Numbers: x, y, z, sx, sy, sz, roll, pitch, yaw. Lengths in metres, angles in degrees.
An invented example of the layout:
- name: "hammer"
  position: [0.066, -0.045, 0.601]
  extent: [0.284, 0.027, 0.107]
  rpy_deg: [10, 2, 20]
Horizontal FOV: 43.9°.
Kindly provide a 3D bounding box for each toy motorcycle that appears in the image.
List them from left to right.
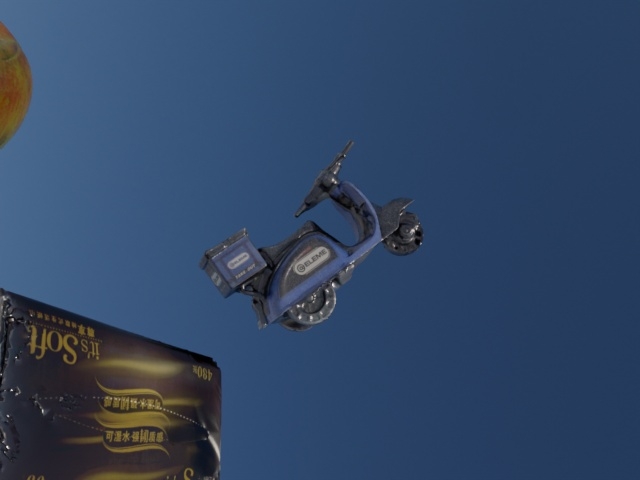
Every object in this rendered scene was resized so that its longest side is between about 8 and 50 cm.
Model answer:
- name: "toy motorcycle"
  position: [0.000, 0.000, 1.284]
  extent: [0.213, 0.358, 0.125]
  rpy_deg: [54, -22, 3]

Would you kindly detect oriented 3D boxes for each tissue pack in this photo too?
- name: "tissue pack"
  position: [-0.285, 0.203, 0.871]
  extent: [0.198, 0.370, 0.210]
  rpy_deg: [-10, -112, 26]

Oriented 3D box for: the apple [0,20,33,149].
- name: "apple"
  position: [-0.535, -0.213, 1.097]
  extent: [0.226, 0.246, 0.246]
  rpy_deg: [-53, -133, 19]
